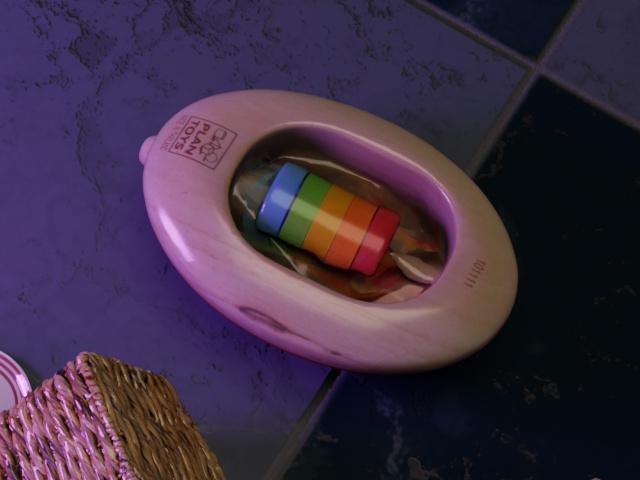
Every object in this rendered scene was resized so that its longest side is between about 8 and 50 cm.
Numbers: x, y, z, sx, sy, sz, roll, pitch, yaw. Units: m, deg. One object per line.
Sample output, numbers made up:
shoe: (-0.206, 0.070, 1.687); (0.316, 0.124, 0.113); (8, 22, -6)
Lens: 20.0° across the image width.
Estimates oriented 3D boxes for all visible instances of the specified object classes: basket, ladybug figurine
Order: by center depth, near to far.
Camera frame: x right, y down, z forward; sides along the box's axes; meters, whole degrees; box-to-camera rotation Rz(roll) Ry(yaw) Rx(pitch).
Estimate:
basket: (-0.218, 0.300, 1.848); (0.223, 0.213, 0.299); (-36, 62, 16)
ladybug figurine: (0.000, 0.000, 2.039); (0.449, 0.162, 0.305); (29, 62, 5)

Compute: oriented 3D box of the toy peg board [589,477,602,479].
toy peg board: (0.314, 0.370, 1.958); (0.160, 0.079, 0.161); (33, 61, -10)

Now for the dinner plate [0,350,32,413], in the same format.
dinner plate: (-0.381, 0.178, 1.960); (0.141, 0.017, 0.141); (4, 61, -7)
